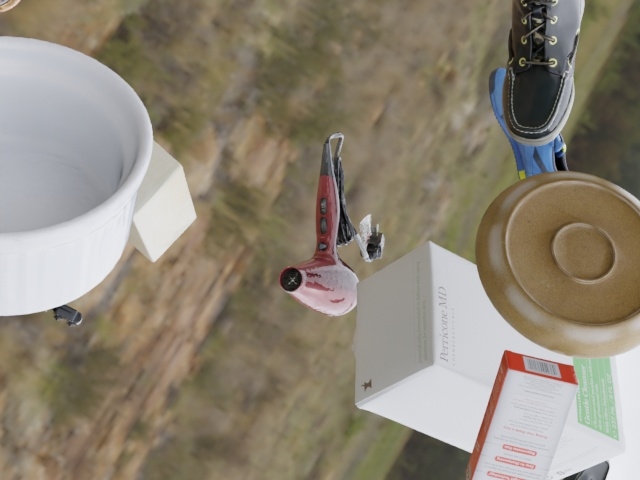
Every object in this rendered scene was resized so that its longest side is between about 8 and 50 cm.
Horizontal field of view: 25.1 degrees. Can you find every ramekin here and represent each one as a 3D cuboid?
[{"bbox_3d":[-0.304,-0.058,1.381,0.135,0.277,0.277,101,15,-46],"label":"ramekin"}]

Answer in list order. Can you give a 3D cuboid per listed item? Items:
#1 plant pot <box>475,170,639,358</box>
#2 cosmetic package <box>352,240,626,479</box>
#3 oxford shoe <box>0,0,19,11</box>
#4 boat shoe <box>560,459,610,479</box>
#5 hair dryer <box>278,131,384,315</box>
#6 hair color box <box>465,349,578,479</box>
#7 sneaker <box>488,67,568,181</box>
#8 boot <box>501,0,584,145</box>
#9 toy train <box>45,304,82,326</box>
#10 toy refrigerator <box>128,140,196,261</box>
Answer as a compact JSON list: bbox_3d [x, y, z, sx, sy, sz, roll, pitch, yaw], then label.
[{"bbox_3d":[0.293,0.019,1.624,0.236,0.236,0.032,-58,174,-27],"label":"plant pot"},{"bbox_3d":[0.226,0.171,1.926,0.155,0.366,0.196,-32,-134,39],"label":"cosmetic package"},{"bbox_3d":[-0.390,-0.438,1.648,0.132,0.130,0.363,-68,163,-71],"label":"oxford shoe"},{"bbox_3d":[0.412,0.452,2.355,0.233,0.084,0.079,-58,-148,-2],"label":"boat shoe"},{"bbox_3d":[0.000,0.000,2.054,0.080,0.223,0.293,-12,-152,25],"label":"hair dryer"},{"bbox_3d":[0.190,0.180,1.365,0.043,0.072,0.141,-84,-172,-68],"label":"hair color box"},{"bbox_3d":[0.308,-0.157,2.051,0.082,0.209,0.069,-25,173,38],"label":"sneaker"},{"bbox_3d":[0.246,-0.246,1.634,0.178,0.085,0.236,63,38,-59],"label":"boot"},{"bbox_3d":[-0.428,0.087,2.146,0.036,0.158,0.027,-32,-146,66],"label":"toy train"},{"bbox_3d":[-0.222,-0.063,1.765,0.094,0.102,0.269,-47,172,-10],"label":"toy refrigerator"}]
